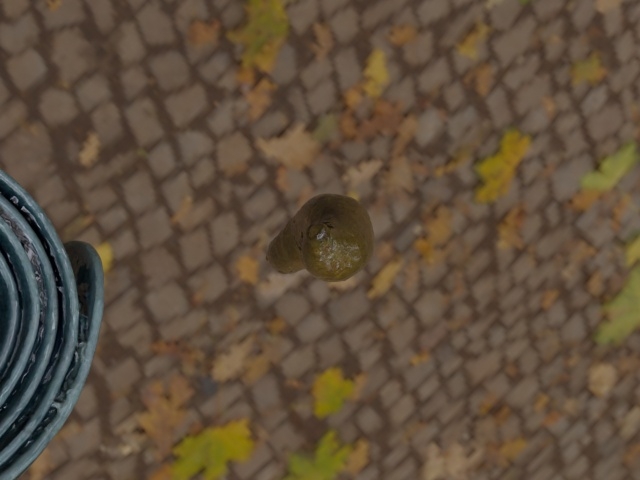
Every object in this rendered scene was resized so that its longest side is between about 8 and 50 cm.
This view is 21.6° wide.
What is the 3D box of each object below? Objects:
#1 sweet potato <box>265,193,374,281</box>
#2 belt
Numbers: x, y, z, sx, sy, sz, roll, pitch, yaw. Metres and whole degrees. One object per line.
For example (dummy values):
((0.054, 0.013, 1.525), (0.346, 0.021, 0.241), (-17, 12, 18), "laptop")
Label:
((0.001, -0.001, 1.251), (0.069, 0.249, 0.059), (-41, 98, -8), "sweet potato")
((-0.223, 0.048, 0.796), (0.267, 0.206, 0.116), (-28, 180, -36), "belt")
